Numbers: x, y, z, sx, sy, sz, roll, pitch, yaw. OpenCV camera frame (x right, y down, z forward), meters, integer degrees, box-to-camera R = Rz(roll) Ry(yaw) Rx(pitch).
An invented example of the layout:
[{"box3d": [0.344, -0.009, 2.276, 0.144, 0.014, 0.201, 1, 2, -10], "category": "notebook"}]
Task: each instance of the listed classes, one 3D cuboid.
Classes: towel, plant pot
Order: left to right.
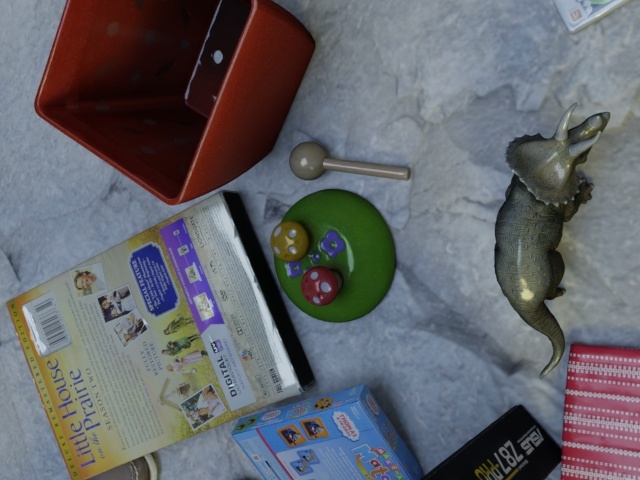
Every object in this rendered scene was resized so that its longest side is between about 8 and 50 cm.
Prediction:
[{"box3d": [-0.162, -0.225, 1.106, 0.267, 0.236, 0.267, 33, 110, 23], "category": "plant pot"}, {"box3d": [0.368, 0.260, 0.945, 0.199, 0.031, 0.275, 1, 83, 32], "category": "towel"}]

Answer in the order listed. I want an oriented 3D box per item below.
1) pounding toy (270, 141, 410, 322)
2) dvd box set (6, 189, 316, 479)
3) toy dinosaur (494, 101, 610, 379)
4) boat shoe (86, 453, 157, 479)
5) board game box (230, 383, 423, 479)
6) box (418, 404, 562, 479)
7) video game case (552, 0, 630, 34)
[{"box3d": [0.000, 0.000, 1.110, 0.183, 0.110, 0.237, 18, 105, 27], "category": "pounding toy"}, {"box3d": [-0.247, 0.150, 1.260, 0.420, 0.062, 0.307, -26, 83, 20], "category": "dvd box set"}, {"box3d": [0.234, 0.000, 0.945, 0.121, 0.160, 0.313, 18, 103, 28], "category": "toy dinosaur"}, {"box3d": [-0.387, 0.449, 1.390, 0.324, 0.097, 0.116, -45, 72, 26], "category": "boat shoe"}, {"box3d": [0.007, 0.285, 1.142, 0.211, 0.039, 0.160, -21, 112, 31], "category": "board game box"}, {"box3d": [0.082, 0.355, 0.936, 0.097, 0.395, 0.318, 49, 115, 17], "category": "box"}, {"box3d": [0.323, -0.352, 0.935, 0.190, 0.022, 0.173, -29, 81, 29], "category": "video game case"}]
